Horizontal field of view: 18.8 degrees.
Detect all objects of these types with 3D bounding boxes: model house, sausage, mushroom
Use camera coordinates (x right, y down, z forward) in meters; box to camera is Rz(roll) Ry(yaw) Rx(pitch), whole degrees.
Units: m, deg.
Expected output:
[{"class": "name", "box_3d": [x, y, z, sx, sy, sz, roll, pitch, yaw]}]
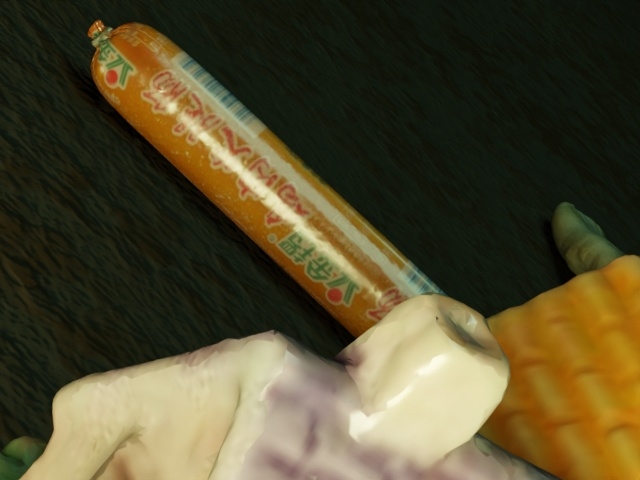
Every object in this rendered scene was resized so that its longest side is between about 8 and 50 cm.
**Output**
[{"class": "model house", "box_3d": [0.013, 0.107, 0.569, 0.237, 0.237, 0.202, 33, 23, -30]}, {"class": "sausage", "box_3d": [0.000, 0.000, 1.073, 0.348, 0.053, 0.053, 43, 18, -1]}, {"class": "mushroom", "box_3d": [0.215, 0.020, 1.501, 0.059, 0.054, 0.202, 42, 12, -22]}]
